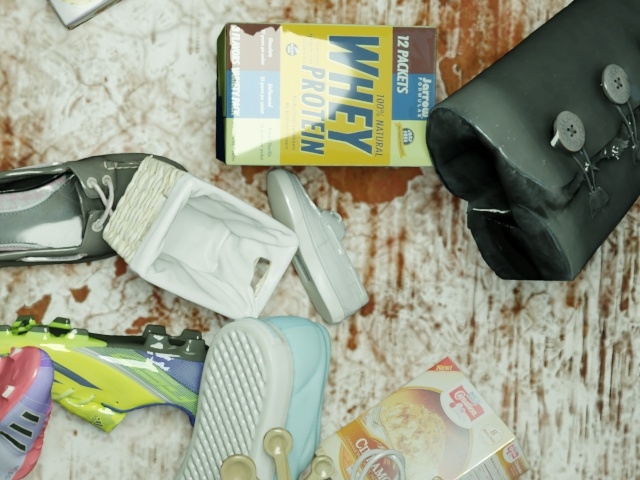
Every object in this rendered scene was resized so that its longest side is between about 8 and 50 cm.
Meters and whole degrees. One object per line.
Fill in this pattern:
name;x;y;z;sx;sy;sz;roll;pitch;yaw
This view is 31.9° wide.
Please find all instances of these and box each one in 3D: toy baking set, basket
toy baking set;-0.001;0.289;1.111;0.256;0.030;0.196;11;103;-7
basket;-0.125;-0.001;1.158;0.167;0.103;0.113;30;90;-42

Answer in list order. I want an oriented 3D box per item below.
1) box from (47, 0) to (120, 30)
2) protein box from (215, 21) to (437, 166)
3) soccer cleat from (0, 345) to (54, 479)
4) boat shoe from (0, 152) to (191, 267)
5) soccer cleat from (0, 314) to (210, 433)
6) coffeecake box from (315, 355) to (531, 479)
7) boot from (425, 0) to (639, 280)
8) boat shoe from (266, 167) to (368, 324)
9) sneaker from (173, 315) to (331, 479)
box;-0.147;-0.331;1.182;0.324;0.063;0.067;-31;99;-5
protein box;-0.002;-0.146;1.147;0.201;0.200;0.136;0;96;-8
soccer cleat;-0.311;0.189;1.141;0.095;0.083;0.248;23;131;-24
boat shoe;-0.295;-0.023;1.167;0.335;0.095;0.112;-9;95;-7
soccer cleat;-0.253;0.146;1.188;0.289;0.093;0.121;6;96;-9
coffeecake box;0.108;0.236;1.215;0.185;0.142;0.068;-34;132;-5
boot;0.250;-0.224;1.131;0.445;0.146;0.367;-42;99;-24
boat shoe;0.000;0.000;1.230;0.063;0.066;0.184;-27;95;-19
sneaker;-0.063;0.249;1.206;0.150;0.135;0.365;-5;121;-47
